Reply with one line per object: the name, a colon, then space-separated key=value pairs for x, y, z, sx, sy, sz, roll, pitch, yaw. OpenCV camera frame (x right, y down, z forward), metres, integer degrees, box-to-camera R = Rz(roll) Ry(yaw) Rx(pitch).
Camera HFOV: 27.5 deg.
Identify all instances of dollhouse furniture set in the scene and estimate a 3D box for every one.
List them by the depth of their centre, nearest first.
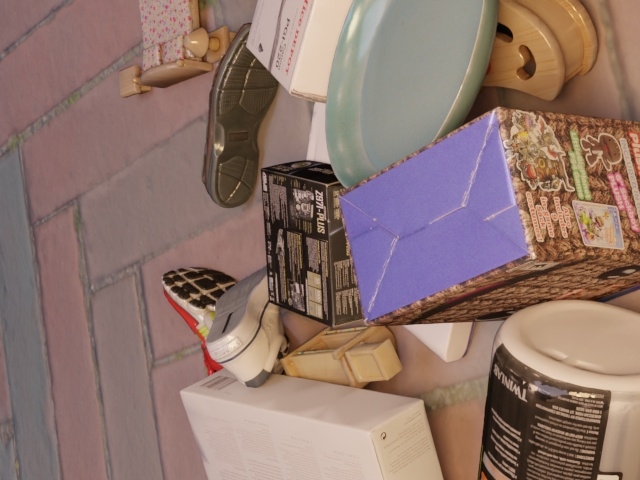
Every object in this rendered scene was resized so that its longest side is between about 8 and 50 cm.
dollhouse furniture set: x=0.070 y=0.189 z=1.633 sx=0.182 sy=0.101 sz=0.161 roll=-11 pitch=106 yaw=49
dollhouse furniture set: x=-0.260 y=-0.399 z=1.932 sx=0.355 sy=0.174 sz=0.303 roll=-12 pitch=81 yaw=49

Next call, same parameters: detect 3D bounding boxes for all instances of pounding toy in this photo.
pounding toy: x=0.229 y=-0.235 z=1.430 sx=0.154 sy=0.155 sz=0.269 roll=55 pitch=146 yaw=-3

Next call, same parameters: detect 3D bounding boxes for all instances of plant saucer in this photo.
plant saucer: x=0.098 y=-0.197 z=1.382 sx=0.317 sy=0.044 sz=0.317 roll=-42 pitch=40 yaw=49

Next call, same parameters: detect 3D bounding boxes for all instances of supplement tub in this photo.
supplement tub: x=0.251 y=0.234 z=1.285 sx=0.193 sy=0.193 sz=0.316 roll=31 pitch=126 yaw=46

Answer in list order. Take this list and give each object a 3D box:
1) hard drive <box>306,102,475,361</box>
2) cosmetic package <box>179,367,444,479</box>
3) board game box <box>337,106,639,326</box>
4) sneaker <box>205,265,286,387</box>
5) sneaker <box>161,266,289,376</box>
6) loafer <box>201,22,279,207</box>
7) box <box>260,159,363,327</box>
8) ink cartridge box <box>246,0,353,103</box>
hard drive: x=0.085 y=-0.024 z=1.599 sx=0.319 sy=0.040 sz=0.210 roll=40 pitch=131 yaw=43
cosmetic package: x=0.002 y=0.317 z=1.617 sx=0.377 sy=0.097 sz=0.284 roll=4 pitch=112 yaw=50
board game box: x=0.207 y=-0.015 z=1.283 sx=0.232 sy=0.291 sz=0.141 roll=-27 pitch=69 yaw=48
sneaker: x=-0.088 y=0.114 z=1.723 sx=0.094 sy=0.258 sz=0.091 roll=-27 pitch=106 yaw=21
sneaker: x=-0.150 y=0.136 z=1.864 sx=0.279 sy=0.107 sz=0.118 roll=44 pitch=132 yaw=43
loafer: x=-0.127 y=-0.182 z=1.841 sx=0.084 sy=0.096 sz=0.267 roll=35 pitch=119 yaw=51
box: x=0.000 y=0.000 z=1.622 sx=0.147 sy=0.077 sz=0.180 roll=16 pitch=113 yaw=53
ink cartridge box: x=-0.010 y=-0.280 z=1.650 sx=0.218 sy=0.092 sz=0.158 roll=-129 pitch=51 yaw=-59
